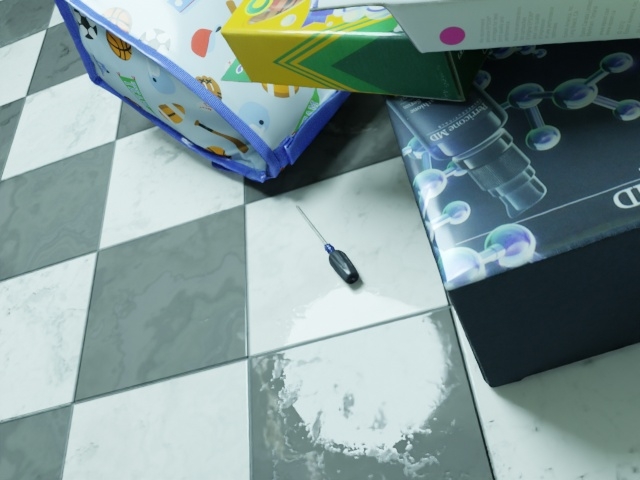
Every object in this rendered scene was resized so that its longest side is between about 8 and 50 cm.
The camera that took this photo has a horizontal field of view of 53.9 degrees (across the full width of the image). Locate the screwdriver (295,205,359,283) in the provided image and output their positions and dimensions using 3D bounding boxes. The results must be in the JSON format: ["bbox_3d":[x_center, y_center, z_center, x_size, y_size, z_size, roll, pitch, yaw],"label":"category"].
[{"bbox_3d":[0.000,0.000,0.818,0.025,0.024,0.170,-17,42,-26],"label":"screwdriver"}]

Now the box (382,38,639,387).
[{"bbox_3d":[0.239,-0.100,0.655,0.293,0.212,0.396,-20,50,12],"label":"box"}]

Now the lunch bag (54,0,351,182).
[{"bbox_3d":[-0.124,-0.298,0.947,0.385,0.239,0.328,32,70,14],"label":"lunch bag"}]

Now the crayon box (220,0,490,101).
[{"bbox_3d":[0.037,-0.261,0.682,0.322,0.083,0.203,14,64,35],"label":"crayon box"}]

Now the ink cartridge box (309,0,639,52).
[{"bbox_3d":[0.183,-0.244,0.515,0.370,0.069,0.176,1,62,10],"label":"ink cartridge box"}]
